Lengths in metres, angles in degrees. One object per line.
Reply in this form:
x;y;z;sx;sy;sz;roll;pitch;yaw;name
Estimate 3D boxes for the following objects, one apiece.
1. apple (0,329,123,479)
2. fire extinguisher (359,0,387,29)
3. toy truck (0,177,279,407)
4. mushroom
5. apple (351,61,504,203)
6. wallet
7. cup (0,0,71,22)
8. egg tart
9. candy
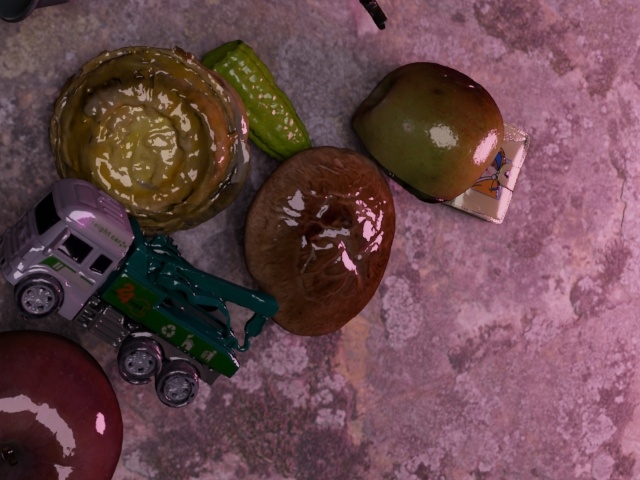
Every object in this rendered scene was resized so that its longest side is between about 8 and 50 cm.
-0.404;0.254;1.589;0.305;0.235;0.306;-1;93;-19;apple
0.007;-0.402;1.784;0.252;0.075;0.106;47;37;-19;fire extinguisher
-0.242;0.068;1.643;0.363;0.176;0.178;33;101;-27;toy truck
0.000;0.000;1.780;0.278;0.146;0.278;-18;118;-37;mushroom
0.161;-0.164;1.834;0.188;0.173;0.207;37;64;-23;apple
0.259;-0.111;1.940;0.110;0.039;0.155;21;87;-21;wallet
-0.340;-0.383;1.613;0.150;0.199;0.199;-10;98;-40;cup
-0.227;-0.127;1.677;0.278;0.095;0.279;-2;107;-7;egg tart
-0.085;-0.187;1.765;0.097;0.096;0.209;-46;111;-13;candy
